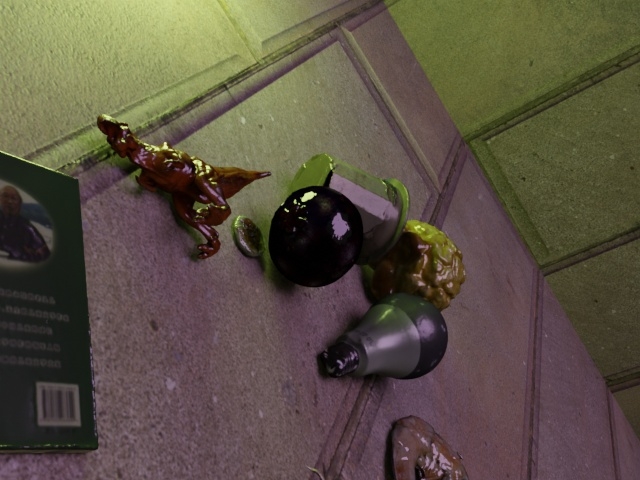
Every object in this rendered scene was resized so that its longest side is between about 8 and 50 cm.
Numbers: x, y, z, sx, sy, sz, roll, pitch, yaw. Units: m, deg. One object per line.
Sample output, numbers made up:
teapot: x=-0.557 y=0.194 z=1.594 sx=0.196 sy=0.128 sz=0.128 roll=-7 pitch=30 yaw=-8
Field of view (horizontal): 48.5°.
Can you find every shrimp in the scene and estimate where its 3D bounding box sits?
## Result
shrimp: x=0.237 y=0.522 z=1.420 sx=0.247 sy=0.085 sz=0.360 roll=12 pitch=49 yaw=-52

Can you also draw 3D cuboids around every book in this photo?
book: x=-0.376 y=0.056 z=0.811 sx=0.260 sy=0.043 sz=0.370 roll=24 pitch=47 yaw=-54

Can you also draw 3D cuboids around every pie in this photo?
pie: x=-0.132 y=-0.008 z=1.311 sx=0.085 sy=0.017 sz=0.085 roll=42 pitch=34 yaw=-36

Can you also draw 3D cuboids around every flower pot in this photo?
flower pot: x=0.052 y=-0.075 z=1.517 sx=0.203 sy=0.212 sz=0.212 roll=27 pitch=43 yaw=-35

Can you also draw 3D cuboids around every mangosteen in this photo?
mangosteen: x=0.000 y=0.000 z=1.363 sx=0.230 sy=0.194 sz=0.194 roll=37 pitch=35 yaw=-61

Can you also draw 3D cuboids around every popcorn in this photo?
popcorn: x=0.207 y=0.053 z=1.663 sx=0.252 sy=0.206 sz=0.236 roll=39 pitch=49 yaw=-19

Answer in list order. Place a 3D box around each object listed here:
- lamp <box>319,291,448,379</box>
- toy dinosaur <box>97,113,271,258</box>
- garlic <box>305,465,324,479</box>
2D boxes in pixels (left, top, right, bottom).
lamp: x=0.117 y=0.196 z=1.447 sx=0.314 sy=0.182 sz=0.181 roll=3 pitch=61 yaw=-32
toy dinosaur: x=-0.196 y=-0.078 z=1.187 sx=0.432 sy=0.097 sz=0.208 roll=22 pitch=38 yaw=-57
garlic: x=0.017 y=0.474 z=1.022 sx=0.266 sy=0.129 sz=0.148 roll=55 pitch=33 yaw=-12
